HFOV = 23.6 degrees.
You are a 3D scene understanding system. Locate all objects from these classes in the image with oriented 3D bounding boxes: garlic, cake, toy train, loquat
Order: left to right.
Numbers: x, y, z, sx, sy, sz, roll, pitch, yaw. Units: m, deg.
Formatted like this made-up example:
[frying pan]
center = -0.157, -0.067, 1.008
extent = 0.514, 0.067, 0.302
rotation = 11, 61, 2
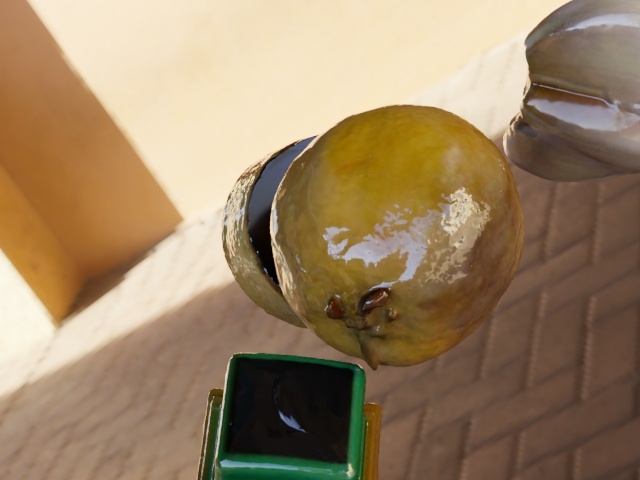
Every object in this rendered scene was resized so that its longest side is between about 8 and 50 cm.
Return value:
[toy train]
center = -0.034, 0.274, 1.335
extent = 0.178, 0.249, 0.429
rotation = 6, 55, -1
[cake]
center = 0.000, 0.000, 1.564
extent = 0.178, 0.207, 0.185
rotation = 123, 162, -75
[loquat]
center = 0.067, -0.008, 1.340
extent = 0.238, 0.193, 0.238
rotation = -5, 50, 6
[garlic]
center = 0.315, -0.151, 1.583
extent = 0.228, 0.217, 0.110
rotation = 2, 32, -4
